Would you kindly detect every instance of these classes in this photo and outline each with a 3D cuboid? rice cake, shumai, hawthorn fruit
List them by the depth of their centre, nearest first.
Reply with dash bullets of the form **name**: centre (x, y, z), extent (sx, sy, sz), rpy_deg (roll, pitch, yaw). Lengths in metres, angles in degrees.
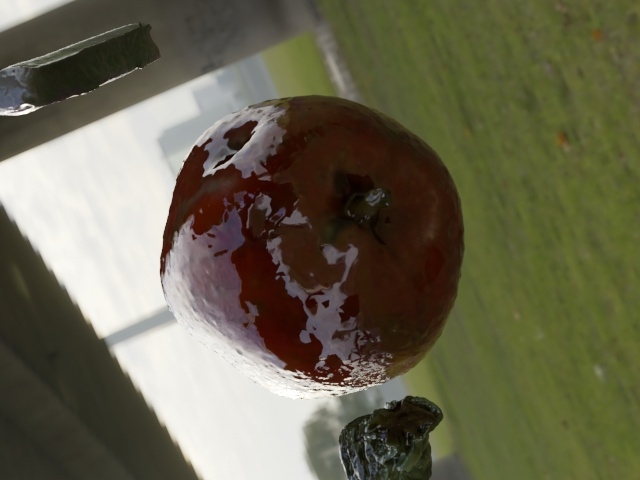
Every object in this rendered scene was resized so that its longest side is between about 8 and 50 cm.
- **shumai**: centre (0.060, 0.144, 1.050), extent (0.082, 0.080, 0.083), rpy_deg (45, -144, -14)
- **rice cake**: centre (-0.171, -0.122, 1.057), extent (0.036, 0.047, 0.207), rpy_deg (67, -158, -9)
- **hawthorn fruit**: centre (0.000, 0.000, 1.300), extent (0.275, 0.275, 0.300), rpy_deg (67, 156, 3)
